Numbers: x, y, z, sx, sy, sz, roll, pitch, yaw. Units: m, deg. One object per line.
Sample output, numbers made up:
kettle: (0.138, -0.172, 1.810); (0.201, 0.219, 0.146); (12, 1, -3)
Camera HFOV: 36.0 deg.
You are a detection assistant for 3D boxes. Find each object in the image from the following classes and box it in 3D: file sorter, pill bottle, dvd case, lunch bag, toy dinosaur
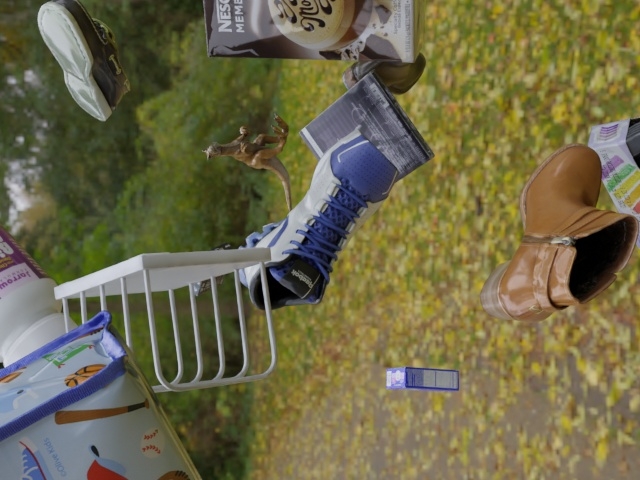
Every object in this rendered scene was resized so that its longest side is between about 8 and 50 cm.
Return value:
file sorter: (-0.212, 0.120, 1.344); (0.277, 0.192, 0.173); (-16, 79, 52)
pill bottle: (-0.520, 0.085, 1.562); (0.301, 0.169, 0.169); (43, 152, 13)
dvd case: (0.071, -0.157, 1.599); (0.164, 0.018, 0.221); (54, 141, -2)
lunch bag: (-0.307, 0.317, 1.007); (0.328, 0.385, 0.239); (66, 169, -15)
toy dinosaur: (-0.085, -0.126, 1.455); (0.112, 0.211, 0.064); (-42, 50, 23)

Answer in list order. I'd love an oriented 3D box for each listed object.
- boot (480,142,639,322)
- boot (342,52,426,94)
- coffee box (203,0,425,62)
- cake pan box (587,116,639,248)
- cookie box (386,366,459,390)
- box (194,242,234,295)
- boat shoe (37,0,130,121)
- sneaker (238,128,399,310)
boot: (0.318, -0.023, 1.229); (0.283, 0.109, 0.220); (-52, 7, -17)
boot: (0.139, -0.300, 1.641); (0.106, 0.219, 0.082); (-35, 86, 41)
coffee box: (-0.008, -0.346, 1.375); (0.119, 0.297, 0.168); (-61, -29, -61)
cake pan box: (0.593, -0.105, 1.594); (0.267, 0.245, 0.070); (53, -136, -34)
cookie box: (0.186, 0.253, 1.791); (0.092, 0.107, 0.040); (153, 122, -69)
box: (-0.187, 0.050, 1.697); (0.067, 0.018, 0.083); (-27, -35, -49)
boat shoe: (-0.297, -0.243, 1.260); (0.069, 0.081, 0.228); (-51, -15, -20)
sneaker: (-0.001, 0.001, 1.467); (0.315, 0.127, 0.182); (-46, 22, 16)
